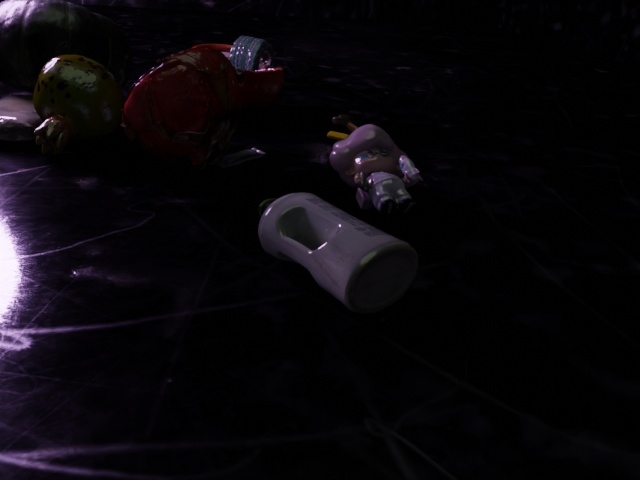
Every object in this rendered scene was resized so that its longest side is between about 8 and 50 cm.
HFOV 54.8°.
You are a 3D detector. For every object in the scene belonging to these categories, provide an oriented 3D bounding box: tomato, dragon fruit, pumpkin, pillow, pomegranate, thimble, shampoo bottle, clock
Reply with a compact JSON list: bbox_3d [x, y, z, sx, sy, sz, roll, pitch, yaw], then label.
[{"bbox_3d":[-0.197,-0.349,1.430,0.227,0.101,0.228,2,18,-1],"label":"tomato"},{"bbox_3d":[-0.208,-0.203,1.058,0.148,0.218,0.223,51,19,16],"label":"dragon fruit"},{"bbox_3d":[-0.555,-0.391,1.310,0.299,0.208,0.300,8,9,-1],"label":"pumpkin"},{"bbox_3d":[-0.576,-0.240,1.184,0.148,0.050,0.230,11,23,-4],"label":"pillow"},{"bbox_3d":[-0.445,-0.240,1.110,0.159,0.159,0.205,10,53,8],"label":"pomegranate"},{"bbox_3d":[-0.186,-0.497,1.701,0.090,0.119,0.135,18,13,14],"label":"thimble"},{"bbox_3d":[0.000,0.000,0.774,0.118,0.087,0.234,-16,33,-38],"label":"shampoo bottle"},{"bbox_3d":[-0.290,-0.544,1.845,0.205,0.051,0.205,5,27,-3],"label":"clock"}]

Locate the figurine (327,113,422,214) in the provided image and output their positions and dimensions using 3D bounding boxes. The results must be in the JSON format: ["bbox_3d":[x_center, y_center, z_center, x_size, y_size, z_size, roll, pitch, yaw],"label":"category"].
[{"bbox_3d":[0.088,-0.118,1.014,0.137,0.112,0.229,-10,43,-13],"label":"figurine"}]

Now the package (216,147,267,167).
[{"bbox_3d":[-0.148,-0.151,1.127,0.037,0.015,0.110,23,32,32],"label":"package"}]
